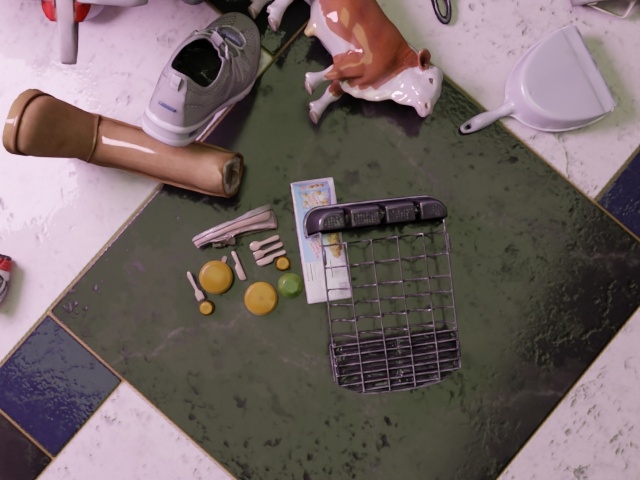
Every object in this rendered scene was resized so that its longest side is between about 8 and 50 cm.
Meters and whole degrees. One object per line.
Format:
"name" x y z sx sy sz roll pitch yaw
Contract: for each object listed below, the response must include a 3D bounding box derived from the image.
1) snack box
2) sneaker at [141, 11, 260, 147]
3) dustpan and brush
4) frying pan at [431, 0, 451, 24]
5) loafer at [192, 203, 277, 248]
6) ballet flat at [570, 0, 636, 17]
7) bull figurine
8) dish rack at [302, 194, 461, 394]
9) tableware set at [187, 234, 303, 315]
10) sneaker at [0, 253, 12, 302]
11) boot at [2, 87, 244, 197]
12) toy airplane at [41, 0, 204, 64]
"snack box" 0.000 0.000 1.208 0.064 0.022 0.178 -8 85 -5
"sneaker" -0.141 -0.242 1.128 0.105 0.115 0.281 27 45 -5
"dustpan and brush" 0.305 -0.209 1.220 0.211 0.060 0.147 -24 84 -9
"frying pan" 0.128 -0.501 1.244 0.197 0.053 0.326 11 82 1
"loafer" -0.122 -0.012 1.200 0.125 0.045 0.039 -25 93 -5
"ballet flat" 0.476 -0.363 1.232 0.213 0.072 0.068 6 112 1
"bull figurine" 0.039 -0.285 1.190 0.188 0.101 0.310 -30 84 -12
"dish rack" 0.094 0.075 1.169 0.208 0.074 0.272 -6 89 -9
"tableware set" -0.108 0.063 1.204 0.154 0.024 0.104 -24 89 -4
"sneaker" -0.555 0.057 1.165 0.225 0.088 0.093 4 86 0
"boot" -0.252 -0.125 1.114 0.269 0.236 0.089 16 100 4
"toy airplane" -0.326 -0.384 1.112 0.386 0.272 0.384 40 61 9
